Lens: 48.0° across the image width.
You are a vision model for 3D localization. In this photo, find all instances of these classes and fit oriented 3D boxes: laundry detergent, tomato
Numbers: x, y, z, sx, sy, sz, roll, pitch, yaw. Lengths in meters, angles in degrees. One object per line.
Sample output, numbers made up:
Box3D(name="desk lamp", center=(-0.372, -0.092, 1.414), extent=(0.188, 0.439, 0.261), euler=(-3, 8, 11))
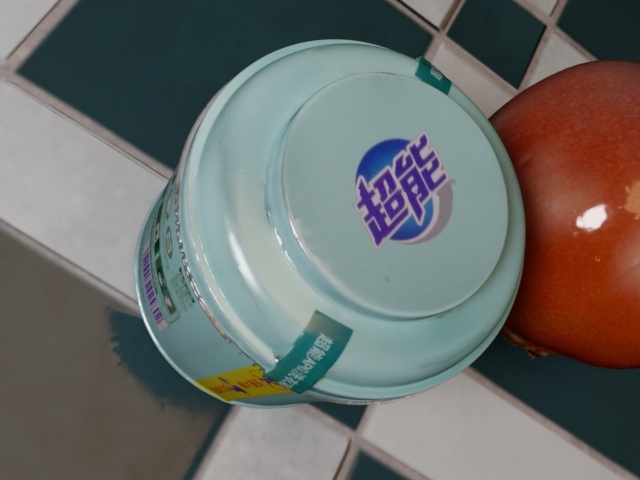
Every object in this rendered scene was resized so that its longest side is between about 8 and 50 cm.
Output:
Box3D(name="laundry detergent", center=(0.000, 0.000, 0.628), extent=(0.288, 0.305, 0.287), euler=(5, 75, -21))
Box3D(name="tomato", center=(0.290, -0.031, 0.747), extent=(0.322, 0.321, 0.321), euler=(6, 75, -20))
